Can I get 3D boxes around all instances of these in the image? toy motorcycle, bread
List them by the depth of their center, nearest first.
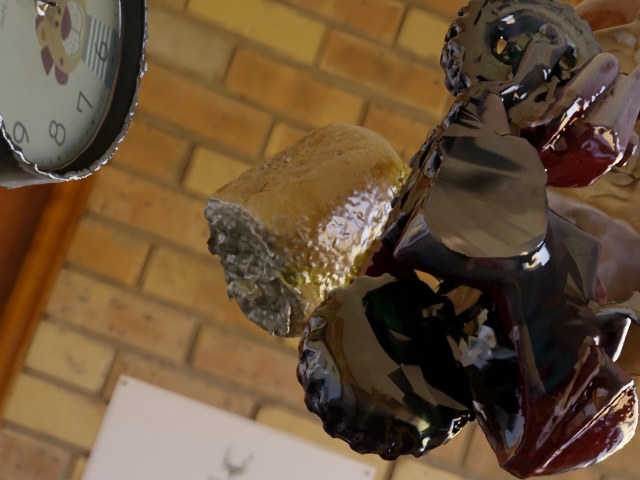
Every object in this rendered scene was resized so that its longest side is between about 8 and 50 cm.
[{"bbox_3d":[0.077,-0.002,0.554,0.122,0.213,0.082,30,-31,-8],"label":"toy motorcycle"},{"bbox_3d":[0.000,0.000,1.689,0.176,0.246,0.196,26,-40,49],"label":"bread"}]

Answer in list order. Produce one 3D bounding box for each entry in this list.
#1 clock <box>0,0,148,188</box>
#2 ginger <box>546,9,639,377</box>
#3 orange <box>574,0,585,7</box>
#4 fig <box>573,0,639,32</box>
[{"bbox_3d":[-0.234,-0.198,1.238,0.061,0.313,0.312,1,-19,20],"label":"clock"},{"bbox_3d":[0.195,-0.002,0.988,0.223,0.200,0.269,88,-24,-47],"label":"ginger"},{"bbox_3d":[0.474,-0.293,1.672,0.326,0.424,0.424,19,-12,24],"label":"orange"},{"bbox_3d":[0.287,-0.129,1.362,0.205,0.205,0.205,18,-13,4],"label":"fig"}]
